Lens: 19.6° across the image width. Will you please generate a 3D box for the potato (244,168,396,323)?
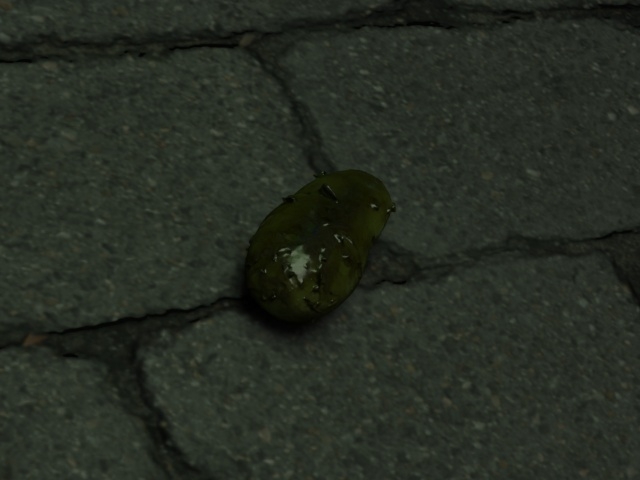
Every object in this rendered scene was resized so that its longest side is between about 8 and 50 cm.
[{"bbox_3d":[0.000,0.000,1.893,0.117,0.090,0.225,38,45,2],"label":"potato"}]
